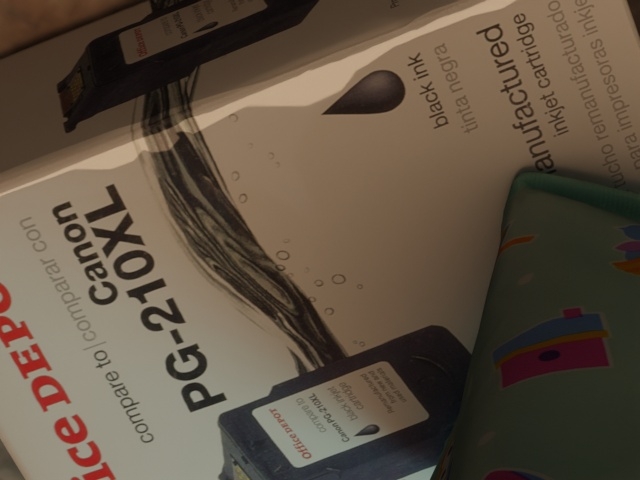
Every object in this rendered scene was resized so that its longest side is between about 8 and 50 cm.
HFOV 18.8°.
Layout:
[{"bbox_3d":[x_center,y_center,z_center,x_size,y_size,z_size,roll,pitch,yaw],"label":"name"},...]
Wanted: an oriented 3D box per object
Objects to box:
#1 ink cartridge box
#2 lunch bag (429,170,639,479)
[{"bbox_3d":[0.000,0.000,0.639,0.237,0.100,0.172,-20,119,9],"label":"ink cartridge box"},{"bbox_3d":[0.153,0.108,0.500,0.262,0.223,0.160,15,117,2],"label":"lunch bag"}]
